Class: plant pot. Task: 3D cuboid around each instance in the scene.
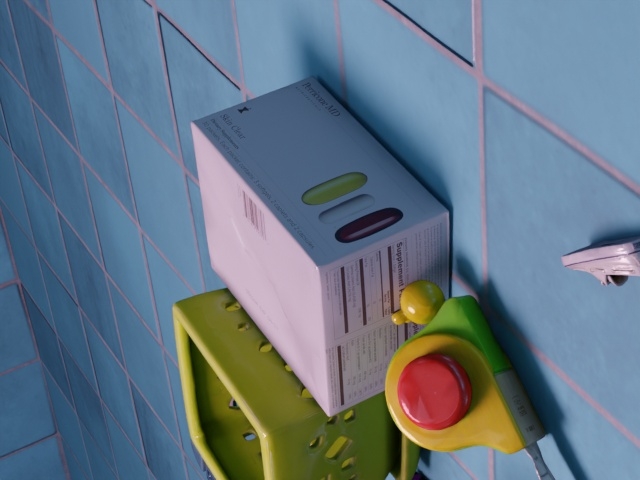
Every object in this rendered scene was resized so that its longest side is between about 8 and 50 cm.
[{"bbox_3d":[-0.016,0.172,1.646,0.228,0.207,0.227,49,153,41],"label":"plant pot"}]

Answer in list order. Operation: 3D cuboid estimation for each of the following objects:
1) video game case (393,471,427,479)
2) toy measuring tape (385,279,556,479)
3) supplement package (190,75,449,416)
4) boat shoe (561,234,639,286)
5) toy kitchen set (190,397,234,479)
[{"bbox_3d":[0.158,0.399,1.677,0.210,0.042,0.232,39,145,55],"label":"video game case"},{"bbox_3d":[0.144,0.192,1.387,0.330,0.121,0.121,64,159,10],"label":"toy measuring tape"},{"bbox_3d":[0.000,0.000,1.520,0.262,0.145,0.204,48,152,42],"label":"supplement package"},{"bbox_3d":[0.219,0.019,1.155,0.100,0.035,0.035,-14,95,63],"label":"boat shoe"},{"bbox_3d":[-0.147,0.341,2.266,0.207,0.122,0.166,51,154,37],"label":"toy kitchen set"}]
